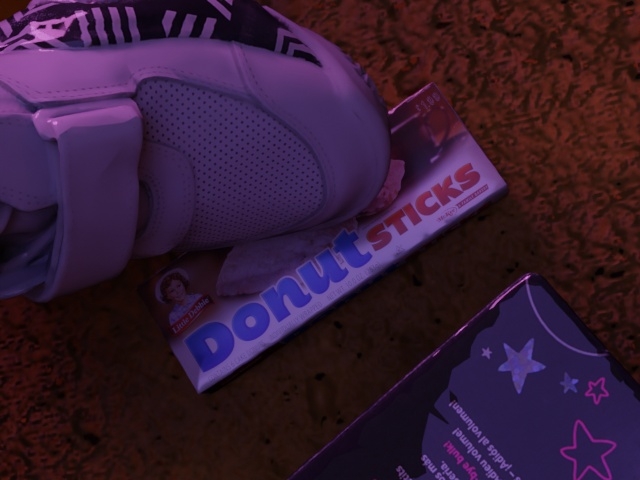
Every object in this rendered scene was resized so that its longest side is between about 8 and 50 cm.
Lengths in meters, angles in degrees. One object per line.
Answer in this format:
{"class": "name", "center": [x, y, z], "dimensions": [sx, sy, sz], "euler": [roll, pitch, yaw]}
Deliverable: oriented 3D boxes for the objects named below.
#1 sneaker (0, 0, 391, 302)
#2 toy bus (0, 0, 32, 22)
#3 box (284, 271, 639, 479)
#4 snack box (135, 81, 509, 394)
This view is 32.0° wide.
{"class": "sneaker", "center": [-0.140, 0.005, 0.417], "dimensions": [0.365, 0.137, 0.210], "euler": [4, 48, -15]}
{"class": "toy bus", "center": [-0.221, -0.222, 0.520], "dimensions": [0.130, 0.108, 0.333], "euler": [2, 115, 40]}
{"class": "box", "center": [0.113, 0.153, 0.430], "dimensions": [0.142, 0.163, 0.247], "euler": [-41, 77, 7]}
{"class": "snack box", "center": [0.000, 0.000, 0.545], "dimensions": [0.178, 0.022, 0.064], "euler": [-34, 76, 4]}
